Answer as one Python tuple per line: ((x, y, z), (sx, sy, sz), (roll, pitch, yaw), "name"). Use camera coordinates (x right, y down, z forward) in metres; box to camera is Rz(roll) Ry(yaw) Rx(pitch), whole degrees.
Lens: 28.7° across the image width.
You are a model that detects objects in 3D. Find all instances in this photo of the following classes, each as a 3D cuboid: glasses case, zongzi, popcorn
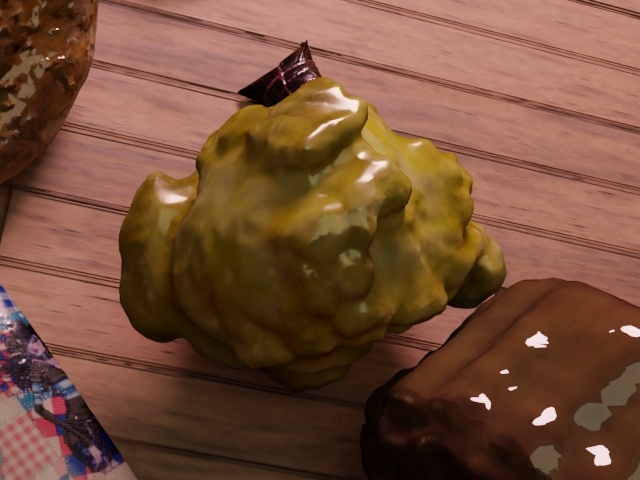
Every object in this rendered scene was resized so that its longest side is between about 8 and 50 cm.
((-0.226, 0.152, 0.905), (0.125, 0.076, 0.327), (-34, 83, -25), "glasses case")
((-0.018, -0.139, 1.079), (0.083, 0.067, 0.073), (28, 72, 14), "zongzi")
((0.000, 0.000, 0.943), (0.250, 0.242, 0.235), (5, 96, -49), "popcorn")

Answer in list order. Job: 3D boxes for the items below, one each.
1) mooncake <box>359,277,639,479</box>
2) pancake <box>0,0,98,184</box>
((0.182, 0.194, 0.877), (0.187, 0.324, 0.324), (-36, 84, -20), "mooncake")
((-0.306, -0.182, 0.883), (0.382, 0.071, 0.382), (-20, 119, -40), "pancake")
